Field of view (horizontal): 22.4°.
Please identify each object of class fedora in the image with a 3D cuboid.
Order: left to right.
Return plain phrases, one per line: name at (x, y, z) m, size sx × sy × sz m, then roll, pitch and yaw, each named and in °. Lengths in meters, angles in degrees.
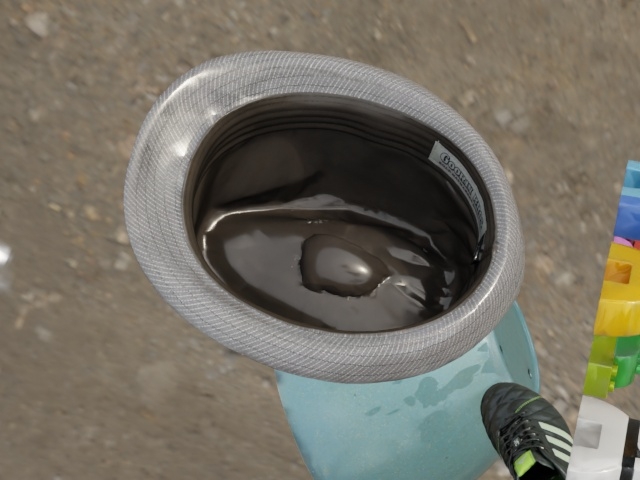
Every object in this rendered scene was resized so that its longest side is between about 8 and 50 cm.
fedora at (0.000, 0.000, 1.128) m, size 0.275 × 0.124 × 0.244 m, roll 9°, pitch 62°, yaw -4°

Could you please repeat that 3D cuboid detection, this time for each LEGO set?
LEGO set at (0.181, 0.033, 0.774) m, size 0.093 × 0.227 × 0.087 m, roll 11°, pitch 123°, yaw 11°

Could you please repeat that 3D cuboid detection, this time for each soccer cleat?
soccer cleat at (0.172, 0.172, 1.276) m, size 0.060 × 0.072 × 0.179 m, roll -44°, pitch 46°, yaw 14°

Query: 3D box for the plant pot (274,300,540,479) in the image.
plant pot at (0.103, 0.127, 1.604) m, size 0.195 × 0.290 × 0.290 m, roll -19°, pitch 72°, yaw 21°
